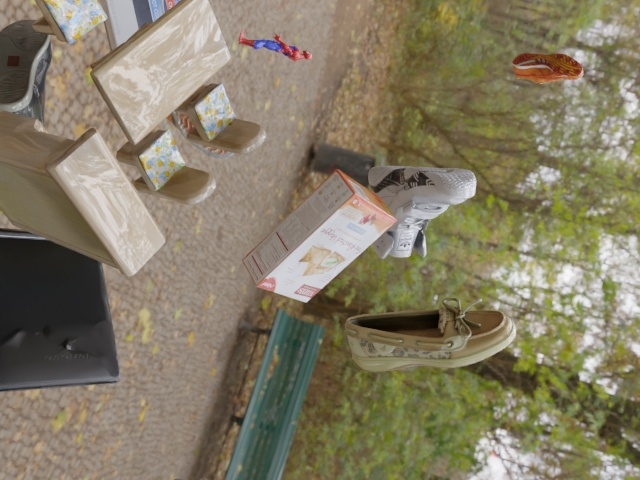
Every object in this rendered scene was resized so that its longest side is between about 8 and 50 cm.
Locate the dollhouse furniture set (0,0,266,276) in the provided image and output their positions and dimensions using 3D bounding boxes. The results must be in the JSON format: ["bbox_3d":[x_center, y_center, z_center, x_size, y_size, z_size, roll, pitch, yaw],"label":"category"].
[{"bbox_3d":[-0.239,-0.180,0.873,0.394,0.256,0.362,-51,141,-29],"label":"dollhouse furniture set"}]

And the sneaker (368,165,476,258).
[{"bbox_3d":[0.217,-0.058,1.447,0.366,0.137,0.210,-162,-108,-67],"label":"sneaker"}]

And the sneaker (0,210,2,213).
[{"bbox_3d":[-0.641,-0.137,1.291,0.295,0.109,0.124,-33,-122,48],"label":"sneaker"}]

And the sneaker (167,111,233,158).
[{"bbox_3d":[-0.285,-0.290,1.396,0.108,0.302,0.121,-46,180,2],"label":"sneaker"}]

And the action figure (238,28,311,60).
[{"bbox_3d":[-0.069,-0.304,1.023,0.038,0.115,0.030,-176,-77,-82],"label":"action figure"}]

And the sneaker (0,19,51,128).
[{"bbox_3d":[-0.490,-0.259,1.081,0.118,0.083,0.222,102,-12,-54],"label":"sneaker"}]

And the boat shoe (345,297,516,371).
[{"bbox_3d":[0.183,0.157,1.112,0.104,0.285,0.089,-75,150,-64],"label":"boat shoe"}]

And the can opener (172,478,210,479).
[{"bbox_3d":[-0.190,0.369,0.750,0.280,0.074,0.093,-60,147,-70],"label":"can opener"}]

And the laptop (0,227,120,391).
[{"bbox_3d":[-0.585,0.093,1.093,0.382,0.408,0.236,5,89,-39],"label":"laptop"}]

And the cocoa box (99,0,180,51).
[{"bbox_3d":[-0.424,-0.615,1.595,0.231,0.228,0.347,-137,-144,-60],"label":"cocoa box"}]

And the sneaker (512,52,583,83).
[{"bbox_3d":[0.546,-0.408,1.565,0.064,0.175,0.067,-53,137,-14],"label":"sneaker"}]

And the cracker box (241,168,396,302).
[{"bbox_3d":[0.000,0.000,1.127,0.232,0.067,0.155,-43,147,16],"label":"cracker box"}]
